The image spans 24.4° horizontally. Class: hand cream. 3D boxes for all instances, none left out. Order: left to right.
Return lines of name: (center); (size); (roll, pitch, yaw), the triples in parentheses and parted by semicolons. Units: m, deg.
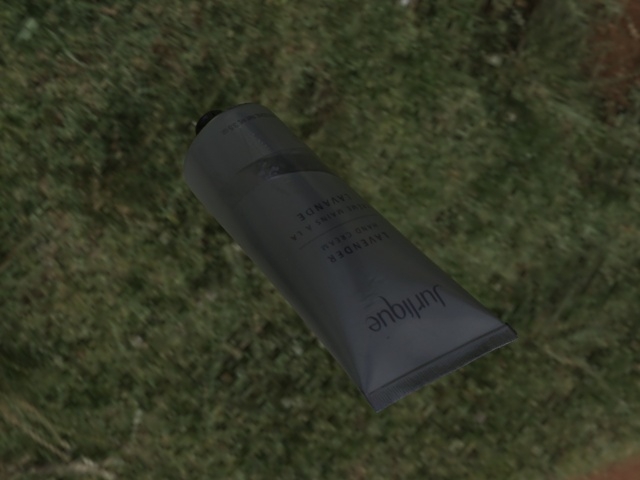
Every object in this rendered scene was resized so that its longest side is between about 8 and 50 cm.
hand cream: (0.000, 0.000, 0.688); (0.087, 0.186, 0.054); (-23, 144, -33)
